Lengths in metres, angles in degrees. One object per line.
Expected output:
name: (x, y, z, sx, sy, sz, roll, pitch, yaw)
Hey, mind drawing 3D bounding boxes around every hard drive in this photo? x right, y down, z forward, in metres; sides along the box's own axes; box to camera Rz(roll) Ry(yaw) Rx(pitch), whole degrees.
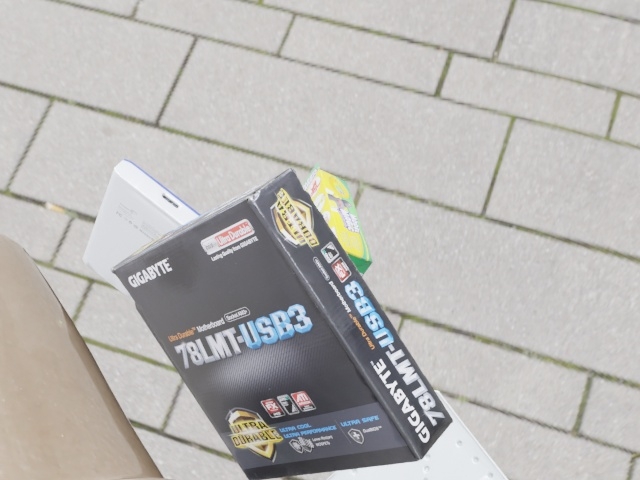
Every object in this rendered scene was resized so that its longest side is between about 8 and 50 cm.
hard drive: (-0.305, 0.014, 1.638, 0.210, 0.318, 0.040, 38, 53, 0)

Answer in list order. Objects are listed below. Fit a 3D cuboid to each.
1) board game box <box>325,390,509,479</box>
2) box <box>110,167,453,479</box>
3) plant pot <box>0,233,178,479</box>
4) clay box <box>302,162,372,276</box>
board game box: (0.197, 0.551, 1.748, 0.390, 0.050, 0.390, -44, 64, 12)
box: (-0.053, 0.103, 0.949, 0.073, 0.296, 0.293, -41, 102, -40)
plant pot: (-0.201, 0.120, 0.483, 0.263, 0.263, 0.229, -20, 67, -3)
clay box: (0.000, 0.000, 1.276, 0.053, 0.127, 0.222, 22, 30, -23)
